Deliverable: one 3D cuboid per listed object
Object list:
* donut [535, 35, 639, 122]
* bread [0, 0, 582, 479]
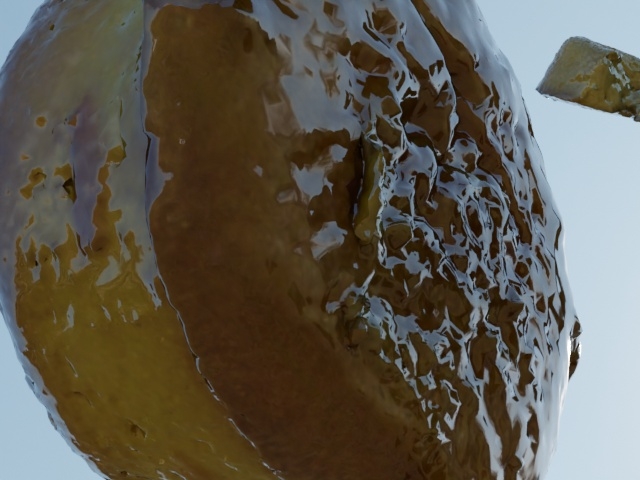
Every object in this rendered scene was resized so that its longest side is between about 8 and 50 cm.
[{"bbox_3d":[0.186,-0.093,1.036,0.108,0.097,0.043,17,-83,-6],"label":"donut"},{"bbox_3d":[-0.006,-0.013,0.628,0.146,0.268,0.268,-12,-35,31],"label":"bread"}]
